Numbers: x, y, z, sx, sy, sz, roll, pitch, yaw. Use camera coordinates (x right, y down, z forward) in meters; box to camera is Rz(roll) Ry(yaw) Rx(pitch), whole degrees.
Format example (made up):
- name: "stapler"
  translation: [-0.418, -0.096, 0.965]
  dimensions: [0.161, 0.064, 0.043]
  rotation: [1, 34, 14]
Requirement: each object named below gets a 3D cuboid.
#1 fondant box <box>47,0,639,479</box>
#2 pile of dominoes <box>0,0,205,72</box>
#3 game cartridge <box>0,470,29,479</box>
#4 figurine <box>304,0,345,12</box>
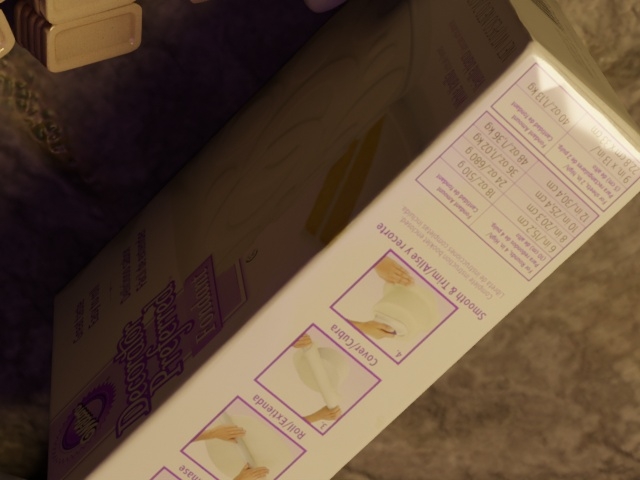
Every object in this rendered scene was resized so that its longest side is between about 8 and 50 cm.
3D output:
- name: "fondant box"
  translation: [0.000, 0.000, 0.996]
  dimensions: [0.096, 0.238, 0.330]
  rotation: [39, 105, -21]
- name: "pile of dominoes"
  translation: [-0.130, -0.203, 0.955]
  dimensions: [0.196, 0.040, 0.251]
  rotation: [-20, 131, -31]
- name: "game cartridge"
  translation: [-0.226, 0.220, 1.107]
  dimensions: [0.294, 0.060, 0.196]
  rotation: [19, 114, -11]
- name: "figurine"
  translation: [0.016, -0.240, 0.936]
  dimensions: [0.215, 0.092, 0.209]
  rotation: [-27, 133, 8]
